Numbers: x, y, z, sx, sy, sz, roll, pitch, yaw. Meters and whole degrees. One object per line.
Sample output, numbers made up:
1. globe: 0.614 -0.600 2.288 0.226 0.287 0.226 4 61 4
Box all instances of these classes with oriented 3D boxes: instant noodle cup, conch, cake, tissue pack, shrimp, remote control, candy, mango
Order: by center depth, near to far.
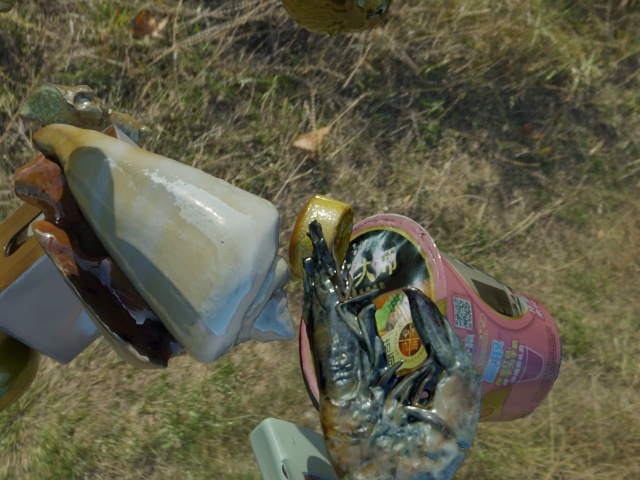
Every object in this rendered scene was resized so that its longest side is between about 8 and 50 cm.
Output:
1. shrimp: 0.033 0.059 0.447 0.091 0.034 0.160 -21 70 10
2. conch: -0.116 -0.002 0.642 0.255 0.158 0.127 45 30 19
3. cake: 0.000 0.000 0.760 0.044 0.084 0.084 17 71 14
4. instant noodle cup: 0.141 0.115 0.951 0.255 0.244 0.243 18 72 -36
5. remote control: 0.011 0.338 0.965 0.140 0.296 0.056 27 111 -36
6. candy: 0.021 -0.377 0.991 0.118 0.260 0.259 4 73 24
7. tissue pack: -0.287 0.008 1.014 0.246 0.159 0.136 -40 127 7
8. mango: -0.405 0.166 1.033 0.089 0.163 0.111 37 79 -22

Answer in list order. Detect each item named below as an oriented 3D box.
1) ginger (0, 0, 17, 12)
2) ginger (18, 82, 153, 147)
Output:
1. ginger: -0.186 -0.179 0.442 0.065 0.117 0.298 -2 34 2
2. ginger: -0.377 -0.190 1.319 0.138 0.213 0.074 -3 82 23
